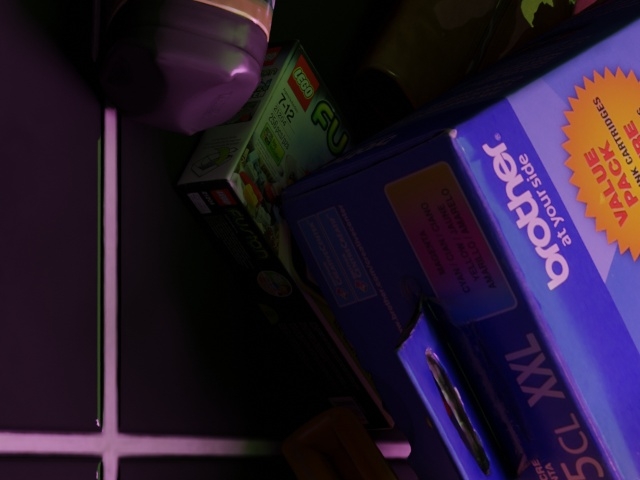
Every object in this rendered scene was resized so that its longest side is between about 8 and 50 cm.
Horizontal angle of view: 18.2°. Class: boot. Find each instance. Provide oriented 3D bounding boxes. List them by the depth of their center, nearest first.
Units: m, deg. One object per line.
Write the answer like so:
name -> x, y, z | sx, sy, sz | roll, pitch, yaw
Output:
boot -> 0.167, -0.140, 1.304 | 0.264, 0.096, 0.280 | 36, 53, -26

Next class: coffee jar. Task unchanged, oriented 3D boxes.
coffee jar -> -0.059, -0.150, 1.015 | 0.079, 0.096, 0.184 | 15, 67, -13

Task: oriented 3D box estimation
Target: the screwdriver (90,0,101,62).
screwdriver -> -0.108, -0.175, 1.010 | 0.024, 0.025, 0.170 | 7, 79, -56

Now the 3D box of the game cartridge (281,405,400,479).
game cartridge -> 0.113, 0.274, 1.101 | 0.324, 0.052, 0.285 | 55, 0, -37

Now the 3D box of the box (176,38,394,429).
box -> 0.000, 0.000, 1.139 | 0.207, 0.036, 0.114 | 57, 42, -36

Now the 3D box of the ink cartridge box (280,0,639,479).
ink cartridge box -> 0.160, 0.024, 1.120 | 0.395, 0.151, 0.270 | -32, 98, -39
